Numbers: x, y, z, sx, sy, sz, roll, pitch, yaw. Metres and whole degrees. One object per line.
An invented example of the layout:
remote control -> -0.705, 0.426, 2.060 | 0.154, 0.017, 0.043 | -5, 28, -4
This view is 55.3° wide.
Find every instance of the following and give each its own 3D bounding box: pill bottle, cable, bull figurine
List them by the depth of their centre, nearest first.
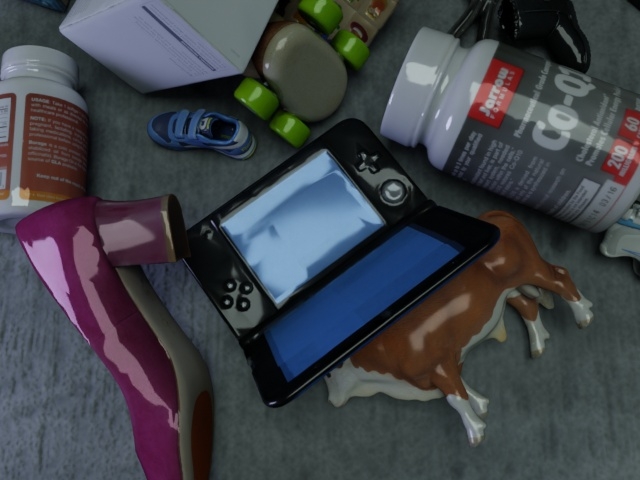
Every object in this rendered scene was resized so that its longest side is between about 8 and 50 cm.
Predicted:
bull figurine -> 0.148, 0.105, 0.693 | 0.310, 0.101, 0.188 | -44, 82, -5
pill bottle -> 0.224, -0.134, 0.711 | 0.283, 0.161, 0.161 | 23, 79, 7
pill bottle -> -0.352, -0.122, 0.758 | 0.121, 0.121, 0.216 | -3, 77, 2
cable -> 0.219, -0.338, 0.831 | 0.139, 0.072, 0.288 | 7, 89, -13

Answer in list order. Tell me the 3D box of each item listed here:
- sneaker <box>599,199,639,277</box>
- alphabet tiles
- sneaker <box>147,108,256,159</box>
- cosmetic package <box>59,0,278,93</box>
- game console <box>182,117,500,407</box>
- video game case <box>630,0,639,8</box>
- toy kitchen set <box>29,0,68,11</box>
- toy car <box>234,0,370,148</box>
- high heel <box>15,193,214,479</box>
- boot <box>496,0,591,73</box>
sneaker -> 0.420, 0.016, 0.726 | 0.190, 0.071, 0.083 | 20, 114, -2
alphabet tiles -> 0.004, -0.367, 0.803 | 0.237, 0.009, 0.198 | 44, 115, 11
sneaker -> -0.156, -0.144, 0.785 | 0.144, 0.059, 0.053 | 8, 79, 5
cosmetic package -> -0.159, -0.313, 0.726 | 0.224, 0.138, 0.224 | 7, 68, 44
game console -> 0.000, 0.000, 0.686 | 0.293, 0.173, 0.250 | -36, 78, -6
video game case -> 0.520, -0.399, 0.827 | 0.248, 0.035, 0.275 | -41, 77, -6
toy kitchen set -> -0.364, -0.349, 0.767 | 0.166, 0.207, 0.122 | 20, 78, 8
toy car -> -0.063, -0.240, 0.787 | 0.188, 0.149, 0.155 | 39, 92, 35
high heel -> -0.226, 0.138, 0.682 | 0.181, 0.127, 0.378 | -7, 85, 5
boot -> 0.286, -0.266, 0.785 | 0.099, 0.045, 0.121 | -4, 74, -20
